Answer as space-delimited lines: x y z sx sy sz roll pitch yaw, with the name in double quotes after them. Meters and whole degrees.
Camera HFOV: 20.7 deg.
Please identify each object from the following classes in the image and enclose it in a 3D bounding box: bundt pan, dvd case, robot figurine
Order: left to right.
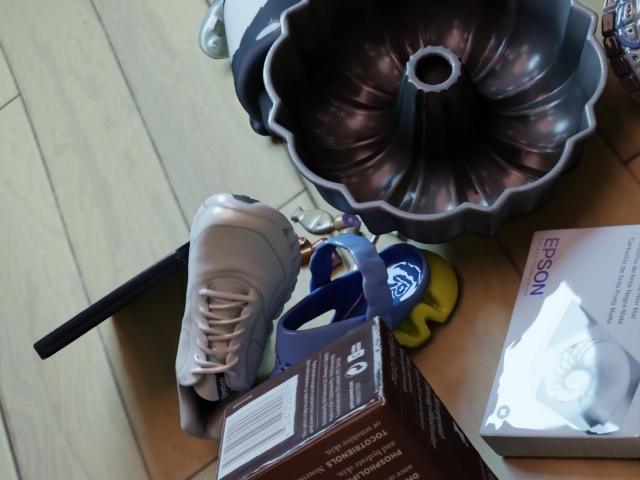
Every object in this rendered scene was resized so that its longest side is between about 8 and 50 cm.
-0.186 0.045 1.823 0.180 0.022 0.253 -33 2 12 "dvd case"
-0.021 -0.227 1.918 0.209 0.173 0.278 -24 46 16 "robot figurine"
0.113 -0.135 1.715 0.331 0.124 0.330 -3 62 5 "bundt pan"

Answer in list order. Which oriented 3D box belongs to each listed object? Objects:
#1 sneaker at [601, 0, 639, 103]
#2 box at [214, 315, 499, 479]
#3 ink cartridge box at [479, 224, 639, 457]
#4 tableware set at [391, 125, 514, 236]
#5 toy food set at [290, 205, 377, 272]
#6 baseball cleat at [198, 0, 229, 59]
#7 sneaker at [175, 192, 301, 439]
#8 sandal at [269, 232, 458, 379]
0.335 -0.253 1.718 0.111 0.129 0.297 -14 68 26 "sneaker"
0.036 0.208 1.463 0.167 0.203 0.168 -32 18 12 "box"
0.267 0.085 1.537 0.224 0.045 0.223 -4 55 35 "ink cartridge box"
0.125 -0.073 1.796 0.141 0.020 0.168 8 62 42 "tableware set"
0.000 0.000 1.833 0.122 0.019 0.078 11 64 43 "toy food set"
-0.091 -0.301 2.126 0.206 0.072 0.109 -53 28 -17 "baseball cleat"
-0.086 0.077 1.659 0.110 0.292 0.118 12 46 3 "sneaker"
-0.006 0.114 1.660 0.126 0.138 0.317 20 72 43 "sandal"
